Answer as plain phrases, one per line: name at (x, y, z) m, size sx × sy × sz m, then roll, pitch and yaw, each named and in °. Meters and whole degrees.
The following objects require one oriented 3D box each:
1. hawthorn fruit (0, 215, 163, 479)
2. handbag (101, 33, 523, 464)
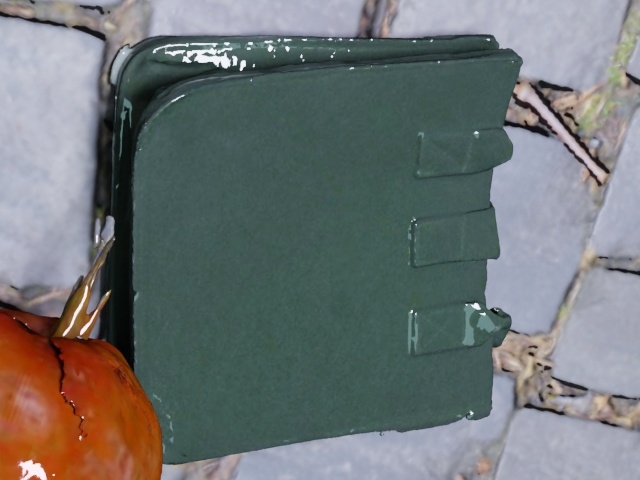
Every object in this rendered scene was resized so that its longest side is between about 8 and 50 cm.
hawthorn fruit at (-0.183, 0.121, 1.096) m, size 0.211 × 0.211 × 0.299 m, roll 32°, pitch 82°, yaw -31°
handbag at (-0.001, -0.001, 1.189) m, size 0.260 × 0.079 × 0.248 m, roll -6°, pitch 114°, yaw -23°
